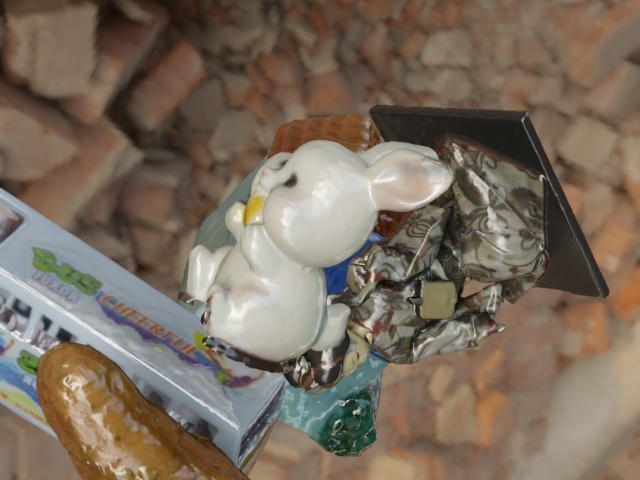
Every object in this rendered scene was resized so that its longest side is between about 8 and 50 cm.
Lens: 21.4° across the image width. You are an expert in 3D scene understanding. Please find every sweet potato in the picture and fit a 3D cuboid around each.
[{"bbox_3d":[-0.074,0.200,1.164,0.355,0.106,0.095,60,42,-32],"label":"sweet potato"}]

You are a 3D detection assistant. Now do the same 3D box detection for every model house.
[{"bbox_3d":[0.023,-0.001,1.789,0.329,0.251,0.295,-56,-164,41],"label":"model house"}]

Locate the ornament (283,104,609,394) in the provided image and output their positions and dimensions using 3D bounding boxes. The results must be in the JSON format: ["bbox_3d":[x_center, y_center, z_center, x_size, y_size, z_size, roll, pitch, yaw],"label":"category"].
[{"bbox_3d":[0.059,0.034,1.128,0.196,0.153,0.166,-44,119,-24],"label":"ornament"}]

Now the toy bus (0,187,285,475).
[{"bbox_3d":[-0.188,0.077,1.271,0.109,0.329,0.136,-51,171,-46],"label":"toy bus"}]

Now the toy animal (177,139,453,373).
[{"bbox_3d":[-0.006,-0.003,0.773,0.124,0.085,0.071,-61,-174,12],"label":"toy animal"}]
